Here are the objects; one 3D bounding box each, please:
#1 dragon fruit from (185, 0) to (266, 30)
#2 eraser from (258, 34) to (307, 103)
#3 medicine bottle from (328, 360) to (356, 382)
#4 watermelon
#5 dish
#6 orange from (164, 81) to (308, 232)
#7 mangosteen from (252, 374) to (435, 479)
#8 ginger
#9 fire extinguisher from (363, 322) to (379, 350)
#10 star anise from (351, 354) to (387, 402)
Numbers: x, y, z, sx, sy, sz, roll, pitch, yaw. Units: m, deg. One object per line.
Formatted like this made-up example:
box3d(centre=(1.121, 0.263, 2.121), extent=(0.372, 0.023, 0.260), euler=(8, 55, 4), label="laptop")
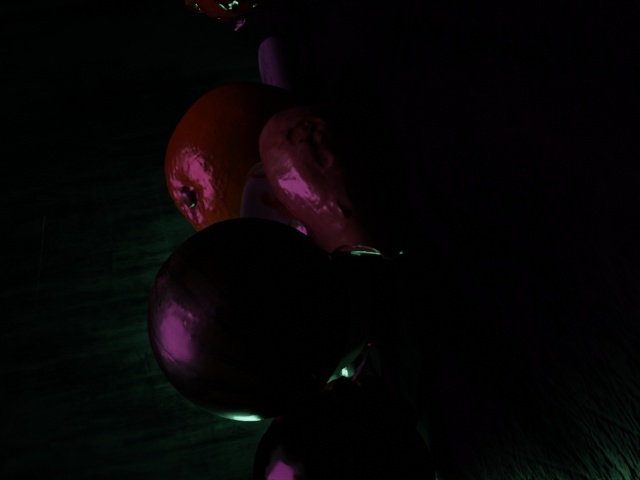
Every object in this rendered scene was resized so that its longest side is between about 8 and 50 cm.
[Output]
box3d(centre=(-0.182, -0.532, 1.533), extent=(0.299, 0.244, 0.244), euler=(156, 103, -69), label="dragon fruit")
box3d(centre=(-0.071, -0.289, 1.738), extent=(0.174, 0.081, 0.227), euler=(98, 161, -65), label="eraser")
box3d(centre=(-0.096, 0.236, 1.803), extent=(0.202, 0.315, 0.202), euler=(165, 90, -87), label="medicine bottle")
box3d(centre=(-0.084, 0.092, 0.988), extent=(0.242, 0.242, 0.242), euler=(169, 90, -85), label="watermelon")
box3d(centre=(0.002, 0.032, 1.202), extent=(0.324, 0.124, 0.324), euler=(38, 135, 51), label="dish")
box3d(centre=(-0.130, -0.133, 1.504), extent=(0.312, 0.312, 0.312), euler=(169, 90, -85), label="orange")
box3d(centre=(0.037, 0.274, 1.044), extent=(0.265, 0.228, 0.228), euler=(-63, -26, -44), label="mangosteen")
box3d(centre=(0.008, -0.077, 0.960), extent=(0.152, 0.138, 0.267), euler=(77, 173, -55), label="ginger")
box3d(centre=(0.024, 0.064, 1.332), extent=(0.071, 0.099, 0.231), euler=(-47, 51, 52), label="fire extinguisher")
box3d(centre=(0.087, 0.303, 1.356), extent=(0.208, 0.063, 0.172), euler=(85, 171, -53), label="star anise")
